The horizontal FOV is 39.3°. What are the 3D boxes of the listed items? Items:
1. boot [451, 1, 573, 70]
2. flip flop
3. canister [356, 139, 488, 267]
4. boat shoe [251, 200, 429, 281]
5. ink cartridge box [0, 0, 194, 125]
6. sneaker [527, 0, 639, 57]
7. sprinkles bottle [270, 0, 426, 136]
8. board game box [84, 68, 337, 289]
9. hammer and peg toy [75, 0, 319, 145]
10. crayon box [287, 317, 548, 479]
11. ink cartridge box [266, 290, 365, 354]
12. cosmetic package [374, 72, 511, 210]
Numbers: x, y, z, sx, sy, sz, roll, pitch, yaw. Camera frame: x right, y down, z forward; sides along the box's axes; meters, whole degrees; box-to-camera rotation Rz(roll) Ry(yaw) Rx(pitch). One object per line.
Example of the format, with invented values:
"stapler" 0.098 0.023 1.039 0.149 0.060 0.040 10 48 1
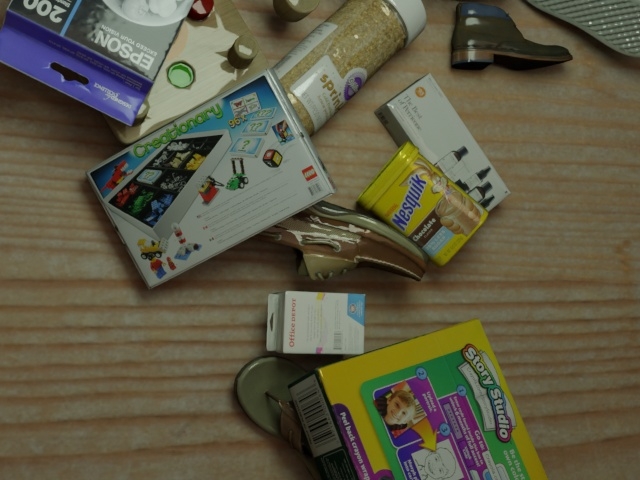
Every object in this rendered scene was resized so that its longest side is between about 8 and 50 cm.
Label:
"boot" 0.322 -0.344 1.505 0.219 0.082 0.106 -2 88 -17
"flip flop" -0.015 0.282 1.335 0.112 0.080 0.277 -41 98 -17
"canister" 0.160 -0.054 1.399 0.170 0.073 0.126 39 105 -4
"boat shoe" 0.000 0.000 1.355 0.324 0.122 0.119 23 86 -7
"ink cartridge box" -0.296 -0.288 1.180 0.206 0.045 0.208 25 78 -14
"sneaker" 0.450 -0.461 1.555 0.366 0.135 0.150 37 43 -6
"sprinkles bottle" 0.007 -0.259 1.371 0.355 0.121 0.121 -46 99 -16
"board game box" -0.154 -0.083 1.260 0.305 0.053 0.193 -27 95 13
"hammer and peg toy" -0.201 -0.332 1.306 0.361 0.127 0.266 -33 94 -18
"crayon box" 0.163 0.325 1.299 0.313 0.106 0.362 -12 73 -34
"ink cartridge box" -0.015 0.124 1.344 0.143 0.090 0.092 5 83 -17
"cosmetic package" 0.200 -0.143 1.457 0.099 0.060 0.239 -38 97 -19
